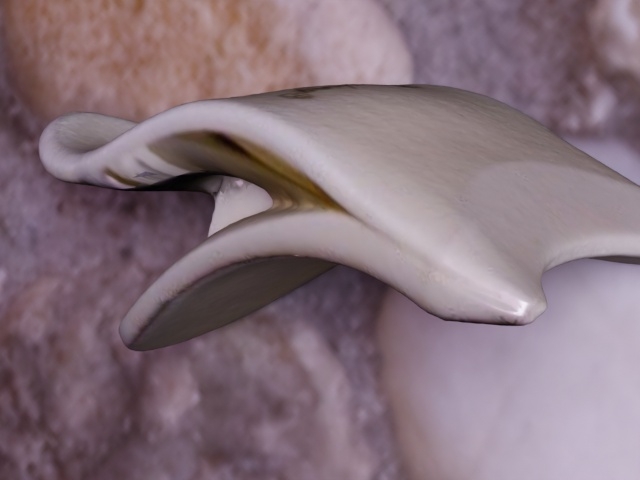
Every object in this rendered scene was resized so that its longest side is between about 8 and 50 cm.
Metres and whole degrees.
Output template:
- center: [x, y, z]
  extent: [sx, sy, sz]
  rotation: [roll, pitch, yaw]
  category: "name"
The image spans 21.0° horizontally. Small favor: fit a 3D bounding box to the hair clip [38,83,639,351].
- center: [0.002, -0.019, 0.720]
  extent: [0.282, 0.172, 0.113]
  rotation: [-8, 92, 38]
  category: "hair clip"
